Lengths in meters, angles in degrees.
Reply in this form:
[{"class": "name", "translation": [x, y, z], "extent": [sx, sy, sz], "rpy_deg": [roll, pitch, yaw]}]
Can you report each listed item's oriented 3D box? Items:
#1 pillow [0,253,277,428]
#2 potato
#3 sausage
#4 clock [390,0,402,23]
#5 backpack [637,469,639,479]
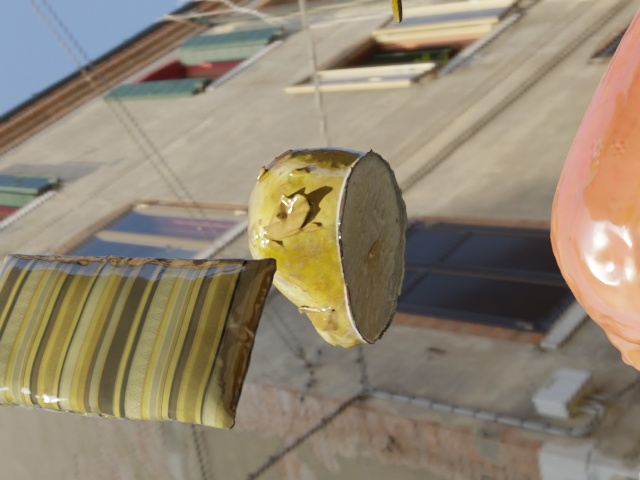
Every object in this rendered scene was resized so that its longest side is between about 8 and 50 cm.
[{"class": "pillow", "translation": [-0.128, 0.058, 0.714], "extent": [0.038, 0.204, 0.113], "rpy_deg": [54, -136, -53]}, {"class": "potato", "translation": [0.000, 0.000, 1.710], "extent": [0.246, 0.196, 0.299], "rpy_deg": [-52, -41, -46]}, {"class": "sausage", "translation": [0.195, -0.052, 0.540], "extent": [0.148, 0.148, 0.254], "rpy_deg": [1, -64, -42]}, {"class": "clock", "translation": [0.065, -0.438, 1.348], "extent": [0.286, 0.117, 0.348], "rpy_deg": [55, -146, -80]}, {"class": "backpack", "translation": [0.273, 0.185, 0.471], "extent": [0.197, 0.284, 0.317], "rpy_deg": [-77, -21, -46]}]
